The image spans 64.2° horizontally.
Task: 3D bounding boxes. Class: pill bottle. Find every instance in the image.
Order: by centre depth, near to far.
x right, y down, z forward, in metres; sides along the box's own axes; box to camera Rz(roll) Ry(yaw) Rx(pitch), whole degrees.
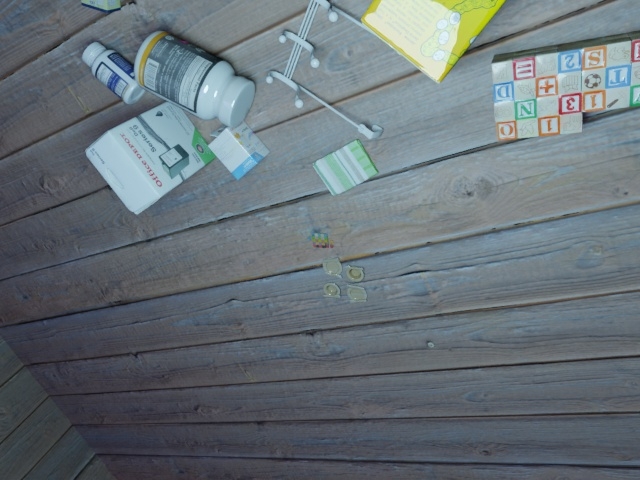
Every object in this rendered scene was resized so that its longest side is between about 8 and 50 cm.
[{"bbox_3d":[-0.322,-0.411,1.322,0.279,0.162,0.162,27,127,4],"label":"pill bottle"},{"bbox_3d":[-0.576,-0.472,1.432,0.169,0.094,0.094,41,127,-5],"label":"pill bottle"}]

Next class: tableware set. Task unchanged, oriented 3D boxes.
[{"bbox_3d":[0.073,0.127,1.583,0.141,0.020,0.168,7,123,19],"label":"tableware set"}]

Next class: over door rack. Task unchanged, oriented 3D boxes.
[{"bbox_3d":[0.041,-0.408,1.203,0.324,0.108,0.239,30,128,3],"label":"over door rack"}]

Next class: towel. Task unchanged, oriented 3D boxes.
[{"bbox_3d":[0.068,-0.196,1.383,0.152,0.023,0.113,-25,111,31],"label":"towel"}]

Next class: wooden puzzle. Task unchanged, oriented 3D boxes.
[{"bbox_3d":[0.000,0.000,1.541,0.083,0.006,0.049,4,122,21],"label":"wooden puzzle"}]

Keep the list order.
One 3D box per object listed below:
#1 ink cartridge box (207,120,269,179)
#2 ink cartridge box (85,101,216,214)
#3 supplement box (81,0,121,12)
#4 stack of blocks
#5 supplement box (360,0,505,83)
[{"bbox_3d":[-0.232,-0.262,1.420,0.090,0.092,0.143,-32,105,34],"label":"ink cartridge box"},{"bbox_3d":[-0.455,-0.236,1.407,0.122,0.289,0.211,-25,108,34],"label":"ink cartridge box"},{"bbox_3d":[-0.578,-0.654,1.340,0.083,0.056,0.083,20,126,10],"label":"supplement box"},{"bbox_3d":[0.521,-0.319,1.067,0.297,0.087,0.171,-2,119,24],"label":"stack of blocks"},{"bbox_3d":[0.269,-0.508,0.956,0.195,0.194,0.356,38,119,-3],"label":"supplement box"}]
